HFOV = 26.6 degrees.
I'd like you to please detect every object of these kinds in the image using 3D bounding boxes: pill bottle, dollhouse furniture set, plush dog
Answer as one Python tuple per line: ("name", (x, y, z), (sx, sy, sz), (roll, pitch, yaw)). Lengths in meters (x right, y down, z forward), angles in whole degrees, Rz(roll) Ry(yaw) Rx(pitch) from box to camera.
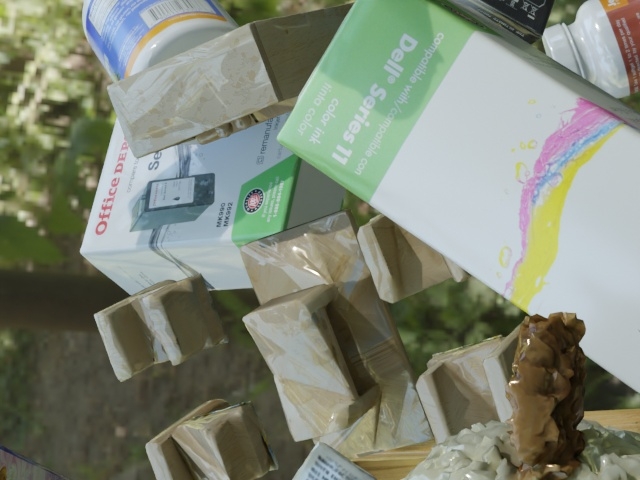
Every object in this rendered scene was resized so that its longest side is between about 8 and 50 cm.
("pill bottle", (0.371, -0.236, 1.560), (0.121, 0.216, 0.121), (-19, -90, -83))
("pill bottle", (-0.184, -0.237, 1.550), (0.272, 0.152, 0.152), (53, 132, 48))
("dollhouse furniture set", (0.000, 0.000, 1.251), (0.362, 0.256, 0.394), (-19, 95, 29))
("plush dog", (0.096, 0.143, 0.590), (0.225, 0.262, 0.210), (48, -144, -80))

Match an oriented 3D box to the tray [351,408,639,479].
("tray", (0.216, 0.323, 1.751), (0.076, 0.411, 0.202), (-68, -31, -54))

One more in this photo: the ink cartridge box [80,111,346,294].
("ink cartridge box", (-0.123, -0.056, 1.623), (0.289, 0.121, 0.211), (-6, 59, 29))

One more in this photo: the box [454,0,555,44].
("box", (0.118, -0.301, 1.202), (0.056, 0.231, 0.183), (-21, 46, 66))

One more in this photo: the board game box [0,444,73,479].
("board game box", (-0.325, 0.134, 0.807), (0.318, 0.318, 0.066), (104, 177, -76))

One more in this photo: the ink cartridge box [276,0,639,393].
("ink cartridge box", (0.173, -0.009, 0.791), (0.353, 0.207, 0.119), (35, 104, 16))
